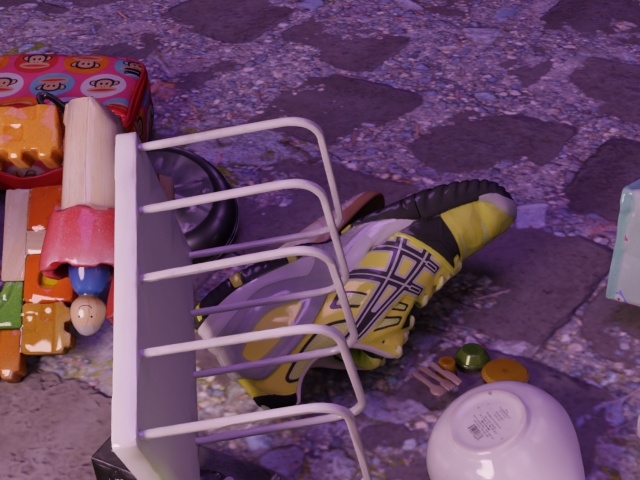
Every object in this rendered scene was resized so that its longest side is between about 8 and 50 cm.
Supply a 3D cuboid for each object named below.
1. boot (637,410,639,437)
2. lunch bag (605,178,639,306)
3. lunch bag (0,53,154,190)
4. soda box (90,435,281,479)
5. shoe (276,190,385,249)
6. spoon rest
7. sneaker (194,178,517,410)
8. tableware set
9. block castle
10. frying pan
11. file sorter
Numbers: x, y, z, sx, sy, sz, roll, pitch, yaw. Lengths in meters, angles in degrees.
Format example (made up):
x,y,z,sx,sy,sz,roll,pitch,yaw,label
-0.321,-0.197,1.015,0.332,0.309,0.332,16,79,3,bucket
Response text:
x,y,z,sx,sy,sz,roll,pitch,yaw,label
0.373,0.080,0.944,0.095,0.258,0.123,35,40,6,boot
0.465,-0.007,1.145,0.223,0.160,0.262,19,29,35,lunch bag
-0.388,-0.153,1.480,0.293,0.120,0.258,-1,39,3,lunch bag
-0.119,0.219,0.953,0.168,0.053,0.060,13,38,24,soda box
0.000,0.000,1.244,0.058,0.077,0.219,25,45,27,shoe
0.181,0.217,0.905,0.137,0.084,0.276,-31,32,-2,spoon rest
0.057,0.054,1.123,0.384,0.145,0.147,-25,81,-22,sneaker
0.172,0.154,1.052,0.104,0.024,0.154,-23,38,-32,tableware set
-0.372,0.019,1.035,0.452,0.303,0.213,-2,75,4,block castle
-0.220,-0.095,1.332,0.197,0.053,0.326,-14,61,-20,frying pan
-0.061,0.065,0.876,0.173,0.193,0.278,-9,57,5,file sorter
